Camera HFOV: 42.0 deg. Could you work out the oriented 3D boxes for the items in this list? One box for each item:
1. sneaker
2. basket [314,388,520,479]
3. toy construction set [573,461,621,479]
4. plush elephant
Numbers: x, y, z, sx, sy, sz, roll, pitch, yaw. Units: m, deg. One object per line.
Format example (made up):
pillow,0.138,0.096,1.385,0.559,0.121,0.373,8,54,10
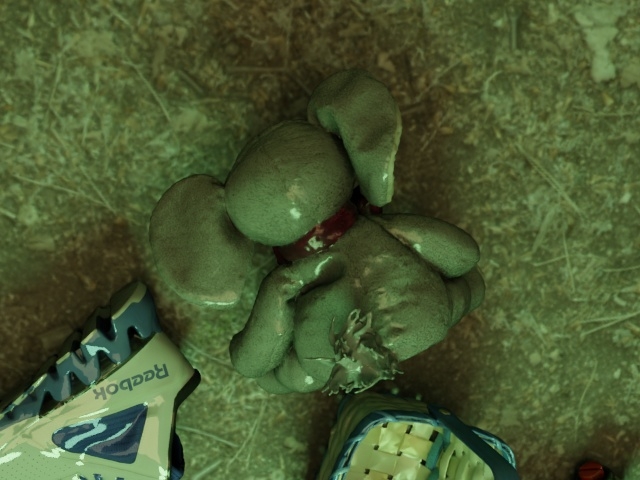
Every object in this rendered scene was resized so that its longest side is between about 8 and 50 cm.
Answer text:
sneaker,-0.241,0.210,0.848,0.315,0.127,0.182,-42,103,0
basket,0.096,0.282,0.831,0.201,0.289,0.254,16,100,-12
toy construction set,0.302,0.365,0.920,0.328,0.215,0.151,-12,104,-6
plush elephant,0.000,0.000,0.784,0.272,0.330,0.255,-25,86,5
